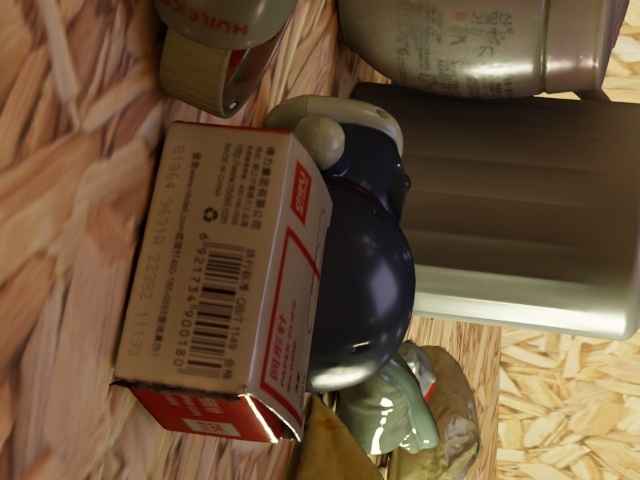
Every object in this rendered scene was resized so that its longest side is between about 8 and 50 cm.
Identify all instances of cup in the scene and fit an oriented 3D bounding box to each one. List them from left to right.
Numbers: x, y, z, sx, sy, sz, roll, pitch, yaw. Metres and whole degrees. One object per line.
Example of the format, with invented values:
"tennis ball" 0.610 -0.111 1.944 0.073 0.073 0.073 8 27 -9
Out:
"cup" 0.196 -0.068 1.755 0.237 0.327 0.323 70 27 -66

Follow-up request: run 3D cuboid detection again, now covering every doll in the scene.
"doll" 0.092 0.167 2.003 0.227 0.075 0.102 100 -2 -70

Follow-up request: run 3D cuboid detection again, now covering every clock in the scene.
"clock" 0.000 0.000 1.292 0.243 0.146 0.199 -82 176 -52

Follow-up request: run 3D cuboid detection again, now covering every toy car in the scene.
"toy car" -0.038 -0.176 1.054 0.235 0.145 0.235 23 90 -83

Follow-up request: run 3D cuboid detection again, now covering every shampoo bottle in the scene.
"shampoo bottle" 0.163 -0.268 1.630 0.273 0.266 0.273 7 90 -80

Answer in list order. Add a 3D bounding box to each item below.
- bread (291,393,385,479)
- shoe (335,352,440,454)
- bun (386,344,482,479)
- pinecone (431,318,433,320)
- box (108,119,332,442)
"bread" -0.007 0.335 1.646 0.405 0.242 0.345 49 -21 46
"shoe" 0.053 0.165 1.801 0.100 0.103 0.251 -39 145 -3
"bun" 0.145 0.252 2.175 0.210 0.116 0.237 -17 112 -88
"pinecone" 0.123 0.022 1.967 0.140 0.121 0.140 2 90 -81
"box" -0.056 0.031 1.111 0.133 0.099 0.182 65 32 -66
